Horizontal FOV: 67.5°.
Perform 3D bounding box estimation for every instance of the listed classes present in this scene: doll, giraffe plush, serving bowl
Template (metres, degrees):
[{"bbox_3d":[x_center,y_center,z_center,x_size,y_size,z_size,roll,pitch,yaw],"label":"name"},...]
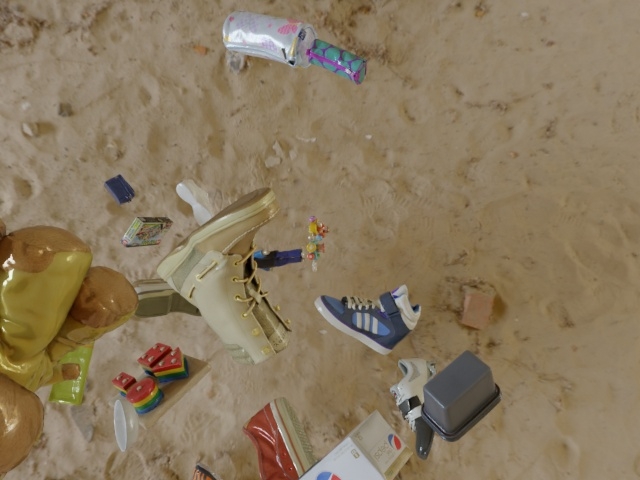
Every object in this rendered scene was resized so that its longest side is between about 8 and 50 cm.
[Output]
[{"bbox_3d":[-0.140,0.056,1.380,0.189,0.129,0.046,-6,60,-7],"label":"doll"},{"bbox_3d":[-0.248,0.104,0.337,0.181,0.170,0.210,23,120,-25],"label":"giraffe plush"},{"bbox_3d":[-0.324,0.308,0.807,0.027,0.083,0.083,-3,82,-36],"label":"serving bowl"}]

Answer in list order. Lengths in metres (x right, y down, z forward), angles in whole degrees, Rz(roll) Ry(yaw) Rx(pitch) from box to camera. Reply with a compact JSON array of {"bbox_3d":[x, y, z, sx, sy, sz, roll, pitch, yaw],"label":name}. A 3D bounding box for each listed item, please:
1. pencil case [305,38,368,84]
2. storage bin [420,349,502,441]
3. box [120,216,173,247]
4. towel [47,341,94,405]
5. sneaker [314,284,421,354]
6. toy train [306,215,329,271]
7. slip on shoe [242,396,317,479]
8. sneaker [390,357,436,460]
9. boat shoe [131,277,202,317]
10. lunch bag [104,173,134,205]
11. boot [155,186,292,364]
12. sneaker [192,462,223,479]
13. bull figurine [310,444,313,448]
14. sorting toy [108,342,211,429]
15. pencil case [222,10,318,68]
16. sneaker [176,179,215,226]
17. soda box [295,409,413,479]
[{"bbox_3d":[0.043,-0.451,1.206,0.152,0.064,0.070,27,40,12],"label":"pencil case"},{"bbox_3d":[0.230,0.250,0.810,0.135,0.091,0.098,-34,43,-15],"label":"storage bin"},{"bbox_3d":[-0.637,-0.033,1.771,0.036,0.207,0.114,38,100,8],"label":"box"},{"bbox_3d":[-0.661,0.314,1.286,0.102,0.021,0.237,1,74,17],"label":"towel"},{"bbox_3d":[0.172,0.209,1.574,0.323,0.130,0.236,34,102,-10],"label":"sneaker"},{"bbox_3d":[0.000,0.000,1.355,0.046,0.125,0.166,-4,56,13],"label":"toy train"},{"bbox_3d":[-0.041,0.430,0.792,0.101,0.123,0.331,-27,60,-2],"label":"slip on shoe"},{"bbox_3d":[0.291,0.525,1.524,0.146,0.122,0.330,8,44,3],"label":"sneaker"},{"bbox_3d":[-0.390,0.149,1.371,0.302,0.103,0.113,5,123,-36],"label":"boat shoe"},{"bbox_3d":[-0.651,-0.164,1.569,0.065,0.067,0.098,-39,102,-25],"label":"lunch bag"},{"bbox_3d":[-0.098,0.061,0.653,0.203,0.262,0.095,54,40,-5],"label":"boot"},{"bbox_3d":[-0.418,0.919,1.652,0.125,0.321,0.180,19,40,26],"label":"sneaker"},{"bbox_3d":[-0.092,0.716,1.460,0.101,0.188,0.310,14,121,23],"label":"bull figurine"},{"bbox_3d":[-0.524,0.436,1.516,0.257,0.256,0.089,-42,119,-37],"label":"sorting toy"},{"bbox_3d":[-0.140,-0.555,1.328,0.273,0.113,0.124,24,85,25],"label":"pencil case"},{"bbox_3d":[-0.435,-0.136,1.771,0.080,0.094,0.212,-25,104,28],"label":"sneaker"},{"bbox_3d":[0.016,0.312,0.612,0.069,0.074,0.216,47,120,17],"label":"soda box"}]
